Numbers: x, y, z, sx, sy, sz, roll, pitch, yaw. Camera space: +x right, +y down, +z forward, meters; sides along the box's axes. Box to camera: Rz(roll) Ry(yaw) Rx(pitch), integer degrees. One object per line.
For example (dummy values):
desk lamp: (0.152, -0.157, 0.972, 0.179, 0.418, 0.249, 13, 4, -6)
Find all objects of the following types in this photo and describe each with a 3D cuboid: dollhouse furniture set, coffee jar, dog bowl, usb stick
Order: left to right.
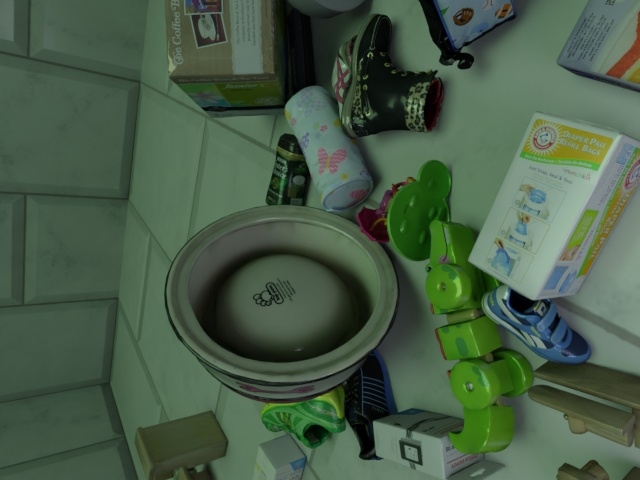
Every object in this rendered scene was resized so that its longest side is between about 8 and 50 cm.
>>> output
dollhouse furniture set: (-0.492, 0.821, 1.450, 0.362, 0.256, 0.395, 34, 117, 48)
dog bowl: (-0.066, 0.114, 0.797, 0.408, 0.407, 0.150, 54, 151, 38)
coffee jar: (-0.074, -0.164, 1.043, 0.096, 0.079, 0.185, 36, 117, 47)
usb stick: (-0.045, -0.429, 1.032, 0.077, 0.045, 0.278, -12, 81, 54)
dollhouse furniture set: (0.310, 0.249, 0.506, 0.123, 0.144, 0.151, 5, 108, 58)

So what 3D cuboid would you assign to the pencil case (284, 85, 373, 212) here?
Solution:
pencil case: (0.012, -0.195, 0.898, 0.124, 0.113, 0.273, -33, 63, 22)

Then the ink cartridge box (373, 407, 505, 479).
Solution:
ink cartridge box: (0.185, 0.323, 0.681, 0.180, 0.104, 0.060, -14, 78, 52)

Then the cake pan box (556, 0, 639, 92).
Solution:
cake pan box: (0.415, -0.265, 0.408, 0.246, 0.070, 0.267, 46, 125, 40)

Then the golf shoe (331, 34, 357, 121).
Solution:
golf shoe: (0.060, -0.319, 0.881, 0.086, 0.067, 0.186, -8, 74, 57)

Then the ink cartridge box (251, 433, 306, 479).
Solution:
ink cartridge box: (-0.108, 0.590, 1.078, 0.090, 0.092, 0.143, 30, 115, 48)

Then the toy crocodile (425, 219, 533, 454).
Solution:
toy crocodile: (0.216, 0.134, 0.629, 0.105, 0.115, 0.341, -27, 69, 50)

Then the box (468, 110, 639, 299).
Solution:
box: (0.293, -0.041, 0.528, 0.103, 0.114, 0.203, 41, 121, 47)

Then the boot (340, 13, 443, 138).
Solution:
boot: (0.140, -0.299, 0.767, 0.178, 0.085, 0.237, 12, 89, 41)

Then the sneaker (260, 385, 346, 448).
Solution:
sneaker: (-0.048, 0.417, 0.983, 0.295, 0.109, 0.124, -39, 56, 45)

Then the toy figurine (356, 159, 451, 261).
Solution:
toy figurine: (0.134, -0.055, 0.760, 0.159, 0.130, 0.173, 7, 73, 62)

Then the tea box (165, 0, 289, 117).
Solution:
tea box: (-0.193, -0.482, 0.961, 0.323, 0.219, 0.329, -62, -30, -86)

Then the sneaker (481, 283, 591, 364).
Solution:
sneaker: (0.282, 0.106, 0.547, 0.144, 0.053, 0.059, 32, 147, 12)

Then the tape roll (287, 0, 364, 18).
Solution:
tape roll: (0.008, -0.554, 0.820, 0.072, 0.219, 0.219, 17, 104, 53)

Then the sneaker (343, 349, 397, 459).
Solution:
sneaker: (0.083, 0.298, 0.824, 0.081, 0.090, 0.232, -44, 57, 44)

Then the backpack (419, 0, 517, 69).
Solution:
backpack: (0.171, -0.427, 0.570, 0.213, 0.263, 0.277, -33, 63, 30)
